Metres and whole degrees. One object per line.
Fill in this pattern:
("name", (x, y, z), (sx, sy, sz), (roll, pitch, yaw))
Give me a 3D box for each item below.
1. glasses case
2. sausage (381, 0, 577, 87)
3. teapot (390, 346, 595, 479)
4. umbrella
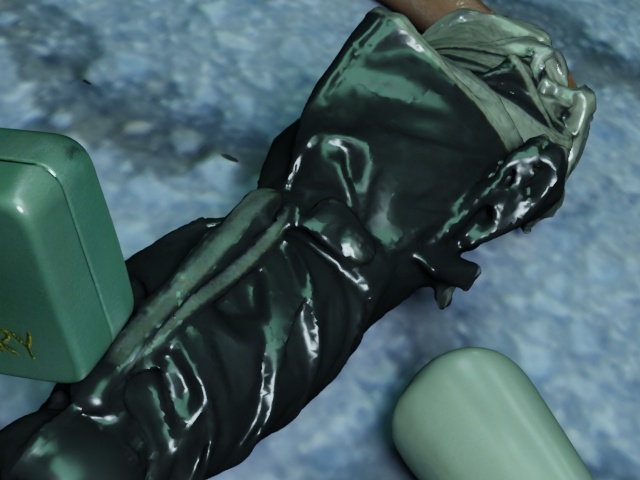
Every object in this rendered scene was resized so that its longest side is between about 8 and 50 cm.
("glasses case", (-0.157, -0.002, 0.466), (0.184, 0.077, 0.039), (6, 39, 23))
("sausage", (0.080, -0.114, 0.748), (0.043, 0.043, 0.186), (-25, 59, -38))
("teapot", (0.109, 0.147, 0.404), (0.318, 0.149, 0.220), (26, 7, 29))
("umbrella", (0.005, 0.002, 0.554), (0.113, 0.106, 0.358), (38, 45, 13))
